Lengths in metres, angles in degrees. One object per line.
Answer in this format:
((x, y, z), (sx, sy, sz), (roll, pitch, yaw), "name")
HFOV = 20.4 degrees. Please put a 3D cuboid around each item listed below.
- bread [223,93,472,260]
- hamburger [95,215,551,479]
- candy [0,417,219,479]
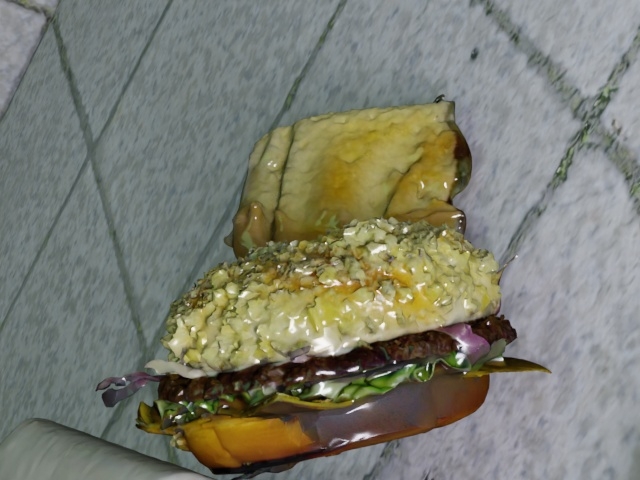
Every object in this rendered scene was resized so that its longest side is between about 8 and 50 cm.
((-0.003, -0.006, 1.317), (0.251, 0.133, 0.174), (-43, 32, 46), "bread")
((-0.001, 0.064, 1.122), (0.243, 0.261, 0.139), (-17, 86, 54), "hamburger")
((-0.110, 0.230, 1.250), (0.358, 0.208, 0.145), (2, 71, 66), "candy")
